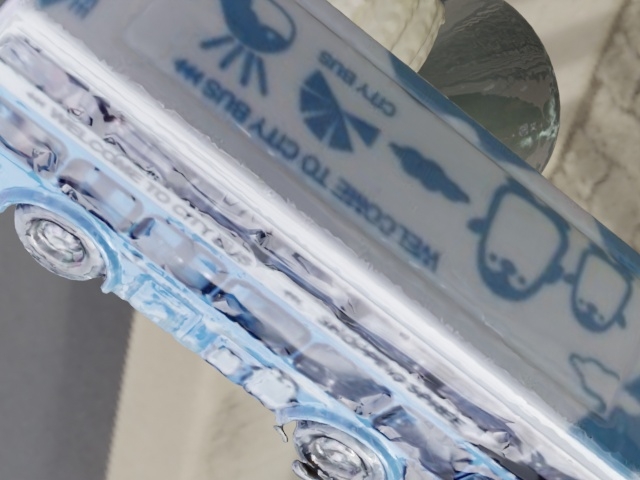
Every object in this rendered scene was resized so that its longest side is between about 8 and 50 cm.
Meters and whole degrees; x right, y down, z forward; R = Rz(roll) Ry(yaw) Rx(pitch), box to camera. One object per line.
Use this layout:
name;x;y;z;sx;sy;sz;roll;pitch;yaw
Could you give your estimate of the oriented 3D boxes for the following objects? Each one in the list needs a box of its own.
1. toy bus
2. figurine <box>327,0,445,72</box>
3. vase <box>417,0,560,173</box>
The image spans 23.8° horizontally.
toy bus;0.000;0.000;0.570;0.297;0.106;0.131;38;144;-9
figurine;0.000;-0.230;0.834;0.185;0.204;0.332;25;121;38
vase;0.011;-0.068;1.063;0.173;0.321;0.173;21;121;39
